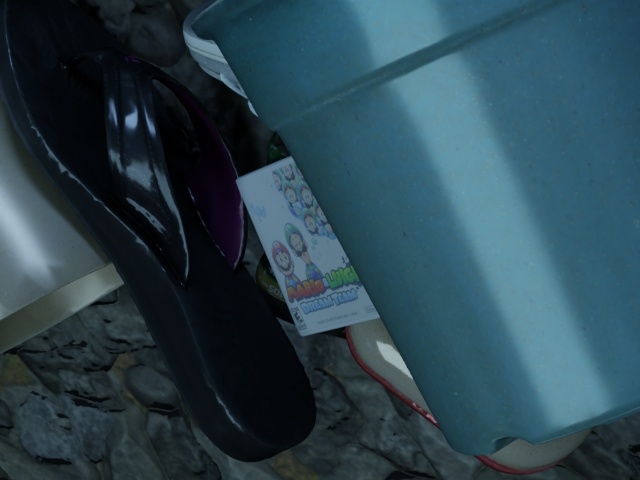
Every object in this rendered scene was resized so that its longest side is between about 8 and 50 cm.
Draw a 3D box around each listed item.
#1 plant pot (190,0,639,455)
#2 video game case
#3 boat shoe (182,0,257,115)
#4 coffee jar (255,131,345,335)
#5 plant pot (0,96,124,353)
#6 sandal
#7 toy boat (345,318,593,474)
[{"bbox_3d":[0.137,-0.059,1.219,0.341,0.341,0.334,-22,94,39],"label":"plant pot"},{"bbox_3d":[0.000,0.000,1.465,0.157,0.019,0.143,-18,96,59],"label":"video game case"},{"bbox_3d":[0.038,-0.107,1.449,0.320,0.118,0.103,18,126,8],"label":"boat shoe"},{"bbox_3d":[-0.003,-0.009,1.565,0.096,0.079,0.184,22,131,19],"label":"coffee jar"},{"bbox_3d":[-0.310,-0.052,1.618,0.256,0.256,0.274,-32,86,41],"label":"plant pot"},{"bbox_3d":[-0.115,-0.034,1.523,0.107,0.167,0.446,-32,89,30],"label":"sandal"},{"bbox_3d":[0.126,0.098,1.553,0.231,0.151,0.151,38,163,0],"label":"toy boat"}]
